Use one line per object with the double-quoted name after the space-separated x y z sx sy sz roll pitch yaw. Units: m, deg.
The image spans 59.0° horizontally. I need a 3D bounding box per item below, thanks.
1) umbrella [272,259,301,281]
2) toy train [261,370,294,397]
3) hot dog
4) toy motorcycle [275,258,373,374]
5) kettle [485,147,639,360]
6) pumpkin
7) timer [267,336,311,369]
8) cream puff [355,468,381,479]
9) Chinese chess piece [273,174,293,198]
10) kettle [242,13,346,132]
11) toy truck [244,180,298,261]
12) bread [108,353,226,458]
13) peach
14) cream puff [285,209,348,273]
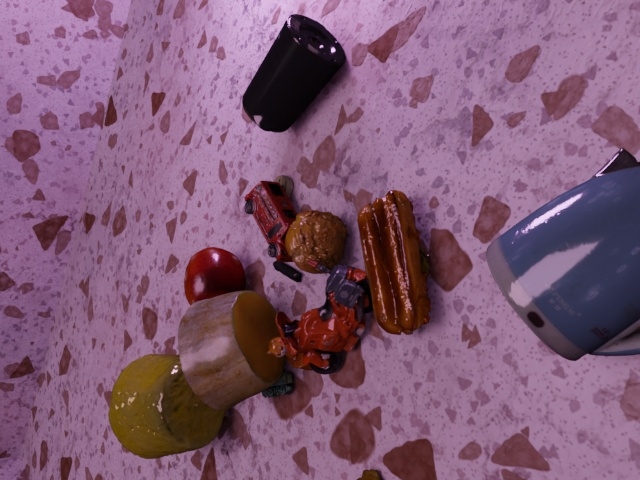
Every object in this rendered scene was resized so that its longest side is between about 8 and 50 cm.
-0.104 0.094 1.738 0.133 0.031 0.036 28 103 48 "umbrella"
-0.134 0.437 1.709 0.148 0.038 0.071 -24 64 45 "toy train"
0.186 0.052 1.356 0.158 0.117 0.349 -28 65 46 "hot dog"
0.009 0.198 1.470 0.326 0.221 0.148 -61 10 20 "toy motorcycle"
0.512 0.034 0.937 0.342 0.247 0.319 -42 85 26 "kettle"
-0.234 0.310 1.646 0.199 0.332 0.332 -18 69 29 "pumpkin"
-0.082 0.300 1.586 0.132 0.152 0.132 -10 76 47 "timer"
0.122 0.607 1.381 0.083 0.083 0.058 21 144 37 "cream puff"
-0.123 -0.166 1.800 0.084 0.034 0.084 -12 74 48 "Chinese chess piece"
-0.102 -0.516 1.717 0.308 0.203 0.262 -45 55 38 "kettle"
-0.127 -0.058 1.708 0.114 0.107 0.253 -46 61 30 "toy truck"
-0.490 0.534 1.879 0.307 0.348 0.348 -23 67 38 "bread"
-0.349 0.140 1.887 0.243 0.199 0.244 180 90 -88 "peach"
0.000 0.000 1.538 0.129 0.189 0.189 -18 70 41 "cream puff"
